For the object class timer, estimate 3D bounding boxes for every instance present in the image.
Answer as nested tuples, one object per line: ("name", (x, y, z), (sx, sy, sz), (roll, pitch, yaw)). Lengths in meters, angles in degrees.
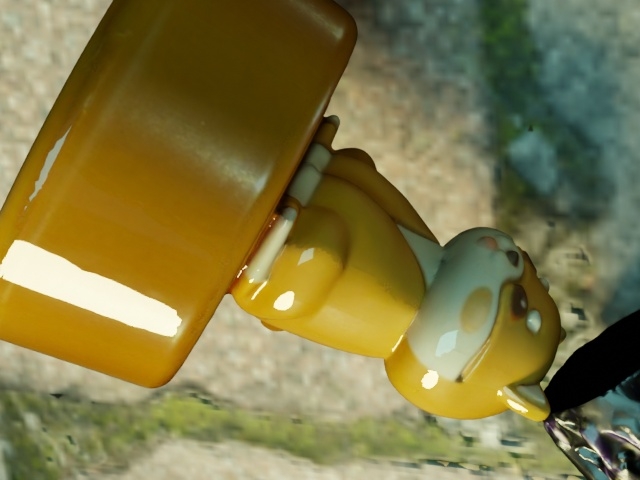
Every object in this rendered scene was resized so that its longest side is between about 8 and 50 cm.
("timer", (0.000, 0.000, 0.491), (0.152, 0.132, 0.132), (28, 121, -4))

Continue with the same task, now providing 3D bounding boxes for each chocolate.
("chocolate", (0.123, 0.086, 0.509), (0.070, 0.072, 0.147), (-41, 104, -10))
